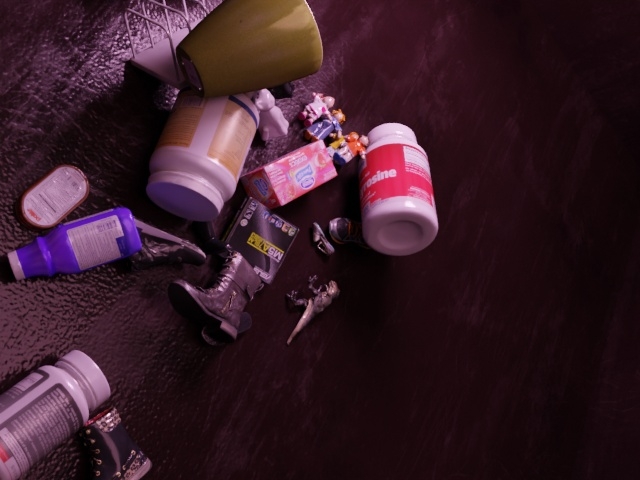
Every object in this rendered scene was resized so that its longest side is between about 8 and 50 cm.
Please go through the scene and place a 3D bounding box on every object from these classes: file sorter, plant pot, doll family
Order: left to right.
[{"bbox_3d":[-0.343,-0.558,1.896,0.278,0.193,0.173,-42,147,-30],"label":"file sorter"},{"bbox_3d":[-0.192,-0.471,1.786,0.294,0.275,0.274,-32,103,-18],"label":"plant pot"},{"bbox_3d":[0.039,-0.342,2.316,0.263,0.118,0.163,49,58,1],"label":"doll family"}]

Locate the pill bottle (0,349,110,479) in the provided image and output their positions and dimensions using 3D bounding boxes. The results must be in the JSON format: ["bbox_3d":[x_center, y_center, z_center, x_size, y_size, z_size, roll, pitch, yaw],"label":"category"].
[{"bbox_3d":[-0.601,0.371,1.552,0.283,0.161,0.161,-39,106,-39],"label":"pill bottle"}]

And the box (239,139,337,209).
[{"bbox_3d":[-0.091,-0.187,2.138,0.257,0.128,0.122,-32,102,-41],"label":"box"}]

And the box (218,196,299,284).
[{"bbox_3d":[-0.177,0.001,2.044,0.191,0.045,0.184,35,77,-31],"label":"box"}]

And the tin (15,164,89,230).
[{"bbox_3d":[-0.628,-0.103,1.719,0.106,0.040,0.189,50,53,-16],"label":"tin"}]

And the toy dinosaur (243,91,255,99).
[{"bbox_3d":[-0.234,-0.502,2.092,0.160,0.121,0.313,-44,106,-31],"label":"toy dinosaur"}]

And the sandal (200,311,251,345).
[{"bbox_3d":[-0.258,0.238,1.964,0.179,0.040,0.067,-16,95,-51],"label":"sandal"}]

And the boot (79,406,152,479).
[{"bbox_3d":[-0.512,0.508,1.652,0.236,0.085,0.178,-34,101,-47],"label":"boot"}]

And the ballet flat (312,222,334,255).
[{"bbox_3d":[0.000,0.000,2.237,0.041,0.041,0.114,-46,109,-37],"label":"ballet flat"}]

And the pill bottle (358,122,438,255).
[{"bbox_3d":[0.235,-0.171,2.297,0.229,0.229,0.407,31,41,-32],"label":"pill bottle"}]

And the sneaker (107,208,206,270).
[{"bbox_3d":[-0.429,0.029,1.836,0.283,0.107,0.124,26,79,-30],"label":"sneaker"}]

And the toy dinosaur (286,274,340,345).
[{"bbox_3d":[-0.031,0.180,2.157,0.268,0.064,0.118,-43,116,-35],"label":"toy dinosaur"}]

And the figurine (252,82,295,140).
[{"bbox_3d":[-0.146,-0.423,2.094,0.209,0.092,0.214,69,27,-68],"label":"figurine"}]

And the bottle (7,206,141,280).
[{"bbox_3d":[-0.558,0.015,1.664,0.283,0.092,0.118,-20,107,-19],"label":"bottle"}]

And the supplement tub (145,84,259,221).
[{"bbox_3d":[-0.307,-0.231,1.894,0.228,0.228,0.316,33,61,-31],"label":"supplement tub"}]

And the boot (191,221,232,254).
[{"bbox_3d":[-0.289,-0.013,1.938,0.045,0.121,0.099,-22,102,-44],"label":"boot"}]

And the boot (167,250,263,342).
[{"bbox_3d":[-0.268,0.117,1.905,0.263,0.091,0.229,49,45,-35],"label":"boot"}]

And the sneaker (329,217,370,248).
[{"bbox_3d":[0.118,-0.028,2.315,0.215,0.083,0.084,12,75,-37],"label":"sneaker"}]
